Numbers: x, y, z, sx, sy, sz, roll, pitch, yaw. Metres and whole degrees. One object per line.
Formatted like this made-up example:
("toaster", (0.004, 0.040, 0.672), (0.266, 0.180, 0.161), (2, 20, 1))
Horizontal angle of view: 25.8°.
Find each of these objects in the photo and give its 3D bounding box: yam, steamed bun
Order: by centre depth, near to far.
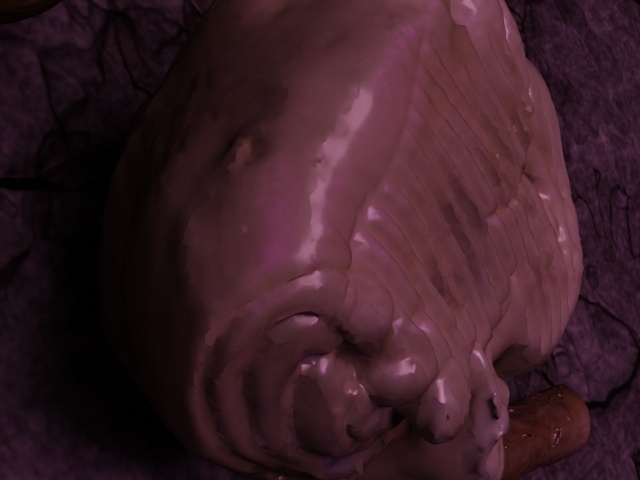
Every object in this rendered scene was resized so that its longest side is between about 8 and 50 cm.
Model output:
("steamed bun", (0.000, 0.000, 0.860), (0.339, 0.247, 0.352), (50, 46, -44))
("yam", (0.111, 0.167, 1.033), (0.299, 0.066, 0.066), (-17, 84, -51))

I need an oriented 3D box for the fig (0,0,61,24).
("fig", (-0.214, -0.174, 0.797), (0.186, 0.148, 0.142), (-44, 127, -10))
